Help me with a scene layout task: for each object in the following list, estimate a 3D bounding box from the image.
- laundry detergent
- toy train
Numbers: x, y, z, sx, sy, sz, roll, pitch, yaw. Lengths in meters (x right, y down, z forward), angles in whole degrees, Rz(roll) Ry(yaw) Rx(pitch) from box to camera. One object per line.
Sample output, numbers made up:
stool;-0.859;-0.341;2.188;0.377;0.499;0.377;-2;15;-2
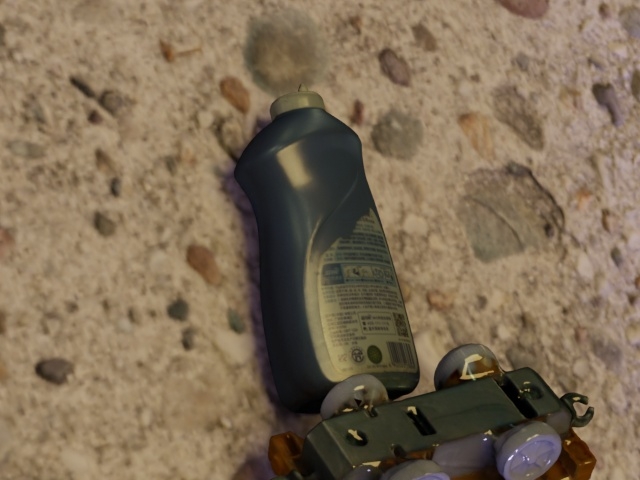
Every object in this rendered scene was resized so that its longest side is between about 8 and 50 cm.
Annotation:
laundry detergent;0.001;-0.001;1.166;0.097;0.061;0.206;-1;72;-34
toy train;0.064;0.139;1.118;0.219;0.127;0.089;-13;43;-27
